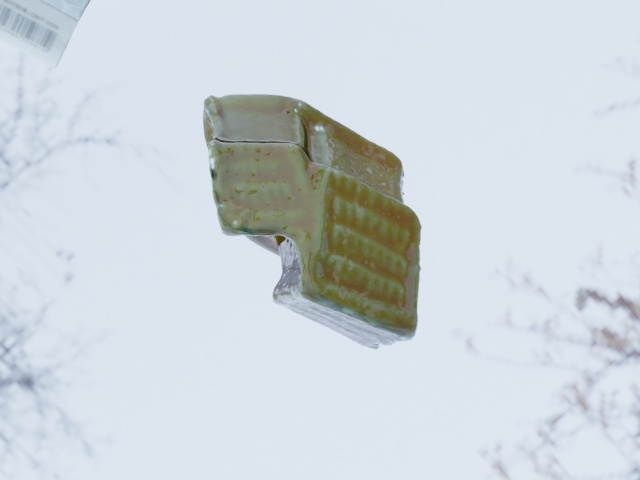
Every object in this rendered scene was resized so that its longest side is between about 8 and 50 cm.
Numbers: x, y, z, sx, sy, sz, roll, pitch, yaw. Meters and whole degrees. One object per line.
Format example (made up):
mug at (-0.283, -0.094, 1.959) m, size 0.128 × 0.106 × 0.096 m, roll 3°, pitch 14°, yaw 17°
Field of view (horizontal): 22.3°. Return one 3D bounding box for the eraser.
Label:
eraser at (-0.467, -0.351, 1.926) m, size 0.098 × 0.404 × 0.096 m, roll -52°, pitch -166°, yaw 43°

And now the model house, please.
model house at (-0.011, 0.000, 1.576) m, size 0.173 × 0.268 × 0.239 m, roll -55°, pitch -157°, yaw 27°
